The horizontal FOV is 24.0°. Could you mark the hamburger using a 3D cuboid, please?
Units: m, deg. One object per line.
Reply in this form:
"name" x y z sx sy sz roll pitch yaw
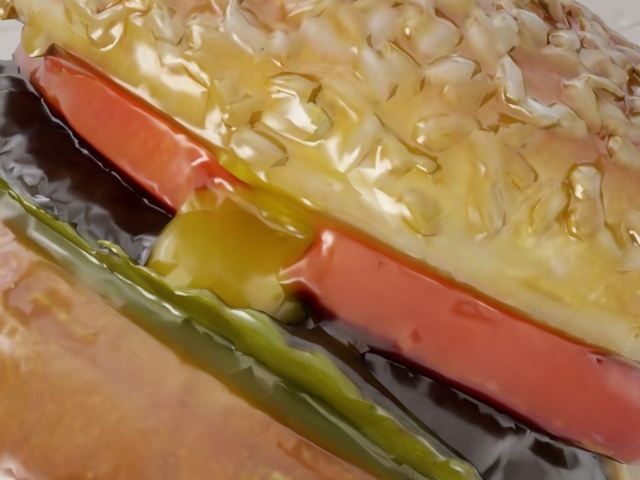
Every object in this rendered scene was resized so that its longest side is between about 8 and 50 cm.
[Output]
"hamburger" 0.000 0.000 0.567 0.330 0.330 0.250 33 92 -16
